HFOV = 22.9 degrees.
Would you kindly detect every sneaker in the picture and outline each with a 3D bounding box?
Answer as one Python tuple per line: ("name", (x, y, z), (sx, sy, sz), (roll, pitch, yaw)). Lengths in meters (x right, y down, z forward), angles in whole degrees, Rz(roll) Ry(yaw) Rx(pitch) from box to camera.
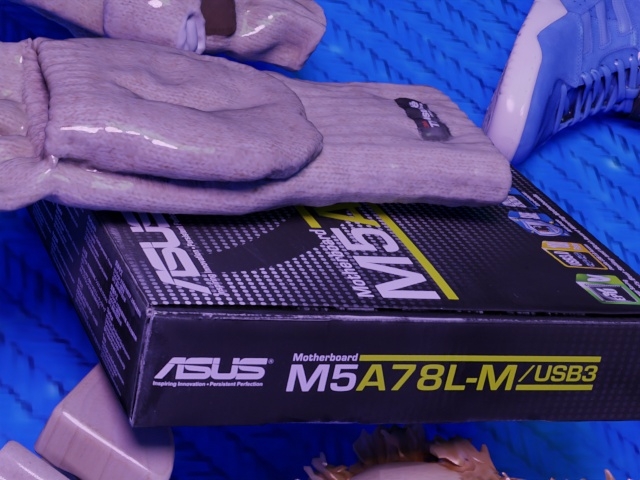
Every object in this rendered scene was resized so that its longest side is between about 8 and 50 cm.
("sneaker", (0.128, -0.074, 0.711), (0.084, 0.058, 0.152), (24, 42, 6))

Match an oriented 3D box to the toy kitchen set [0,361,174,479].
("toy kitchen set", (-0.161, 0.093, 0.440), (0.166, 0.122, 0.207), (34, 28, 4))

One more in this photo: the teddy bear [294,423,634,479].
("teddy bear", (0.148, 0.144, 0.539), (0.338, 0.113, 0.245), (-16, 55, -24))

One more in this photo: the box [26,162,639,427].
("box", (0.000, 0.000, 0.552), (0.184, 0.045, 0.191), (5, 23, -24))

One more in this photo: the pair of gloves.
("pair of gloves", (-0.069, -0.069, 0.572), (0.204, 0.042, 0.240), (2, 29, -32))
